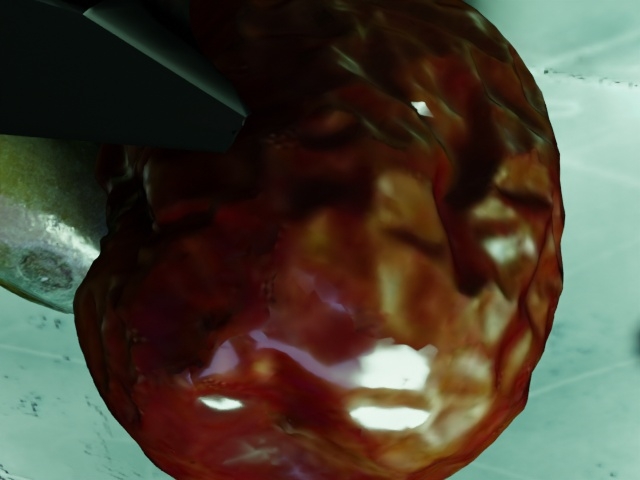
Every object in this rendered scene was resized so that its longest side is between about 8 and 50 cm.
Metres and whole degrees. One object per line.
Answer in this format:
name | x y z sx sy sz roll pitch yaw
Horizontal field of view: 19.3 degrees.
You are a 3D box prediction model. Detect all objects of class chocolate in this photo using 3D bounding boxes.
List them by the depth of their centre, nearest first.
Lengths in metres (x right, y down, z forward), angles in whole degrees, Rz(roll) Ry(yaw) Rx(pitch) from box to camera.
chocolate | -0.126 -0.150 0.669 0.224 0.177 0.206 5 165 34

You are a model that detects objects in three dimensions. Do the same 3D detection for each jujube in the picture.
jujube | 0.000 0.000 0.799 0.213 0.232 0.213 4 139 3

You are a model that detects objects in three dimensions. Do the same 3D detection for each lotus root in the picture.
lotus root | -0.118 -0.006 0.921 0.192 0.088 0.113 29 163 -22
